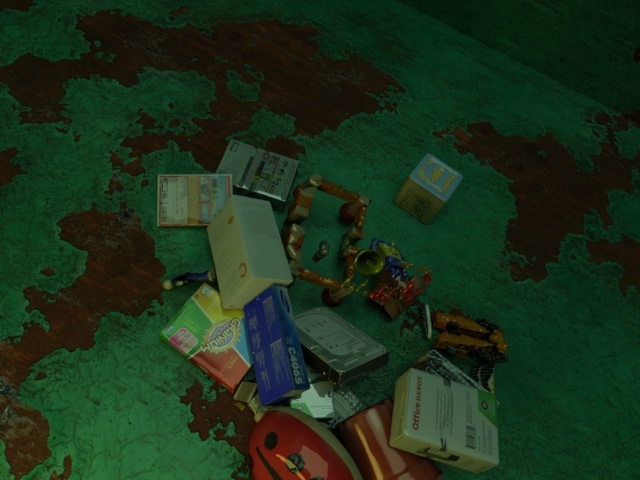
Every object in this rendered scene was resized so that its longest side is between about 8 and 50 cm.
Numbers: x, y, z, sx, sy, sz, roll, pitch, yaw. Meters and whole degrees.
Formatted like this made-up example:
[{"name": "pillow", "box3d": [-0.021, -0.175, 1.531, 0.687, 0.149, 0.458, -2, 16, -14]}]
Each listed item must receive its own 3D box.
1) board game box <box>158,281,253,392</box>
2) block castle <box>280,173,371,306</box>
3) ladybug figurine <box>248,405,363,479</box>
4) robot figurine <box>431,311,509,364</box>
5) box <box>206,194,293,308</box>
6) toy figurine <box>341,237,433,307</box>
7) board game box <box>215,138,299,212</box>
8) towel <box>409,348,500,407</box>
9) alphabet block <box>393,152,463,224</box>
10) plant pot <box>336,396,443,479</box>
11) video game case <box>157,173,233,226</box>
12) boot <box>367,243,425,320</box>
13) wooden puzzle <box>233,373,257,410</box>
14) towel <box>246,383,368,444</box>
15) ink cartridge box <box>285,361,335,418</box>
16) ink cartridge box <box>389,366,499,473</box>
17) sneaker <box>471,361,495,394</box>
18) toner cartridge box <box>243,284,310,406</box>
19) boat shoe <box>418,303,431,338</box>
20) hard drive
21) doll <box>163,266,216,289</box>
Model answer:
[{"name": "board game box", "box3d": [-0.353, 0.329, 1.697, 0.316, 0.064, 0.242, 34, 59, 6]}, {"name": "block castle", "box3d": [0.000, 0.000, 1.895, 0.302, 0.213, 0.454, 20, 64, -17]}, {"name": "ladybug figurine", "box3d": [-0.058, 0.691, 1.430, 0.449, 0.305, 0.162, 44, 22, 17]}, {"name": "robot figurine", "box3d": [0.576, 0.376, 1.880, 0.290, 0.085, 0.211, 16, 40, -5]}, {"name": "box", "box3d": [-0.260, 0.044, 1.752, 0.168, 0.215, 0.345, 8, 51, -39]}, {"name": "toy figurine", "box3d": [0.215, 0.081, 1.818, 0.362, 0.191, 0.217, 17, 30, -31]}, {"name": "board game box", "box3d": [-0.264, -0.270, 2.041, 0.303, 0.097, 0.224, 18, 59, -2]}, {"name": "towel", "box3d": [0.434, 0.521, 1.693, 0.283, 0.235, 0.121, 38, 65, 9]}, {"name": "alphabet block", "box3d": [0.467, -0.223, 2.141, 0.193, 0.197, 0.192, 37, 58, 8]}, {"name": "plant pot", "box3d": [0.192, 0.652, 1.524, 0.272, 0.272, 0.265, -20, 71, -23]}, {"name": "video game case", "box3d": [-0.483, -0.156, 1.902, 0.285, 0.025, 0.204, -1, 81, -6]}, {"name": "boot", "box3d": [0.249, 0.161, 1.936, 0.283, 0.109, 0.220, 46, 65, 5]}, {"name": "wooden puzzle", "box3d": [-0.248, 0.505, 1.634, 0.014, 0.078, 0.116, 53, 57, -35]}, {"name": "towel", "box3d": [-0.037, 0.563, 1.663, 0.312, 0.056, 0.324, -38, 78, -26]}, {"name": "ink cartridge box", "box3d": [-0.037, 0.484, 1.621, 0.153, 0.087, 0.209, 2, 63, -13]}, {"name": "ink cartridge box", "box3d": [0.363, 0.528, 1.450, 0.289, 0.122, 0.211, 20, 50, -5]}, {"name": "sneaker", "box3d": [0.608, 0.544, 1.823, 0.081, 0.094, 0.208, -9, 34, 30]}, {"name": "toner cartridge box", "box3d": [-0.148, 0.339, 1.595, 0.075, 0.165, 0.348, 16, 48, -44]}, {"name": "boat shoe", "box3d": [0.407, 0.316, 1.913, 0.040, 0.049, 0.142, -3, 59, 6]}, {"name": "hard drive", "box3d": [0.032, 0.342, 1.653, 0.236, 0.064, 0.339, -12, 30, -40]}, {"name": "doll", "box3d": [-0.473, 0.138, 1.749, 0.188, 0.129, 0.046, -12, 101, 7]}]
